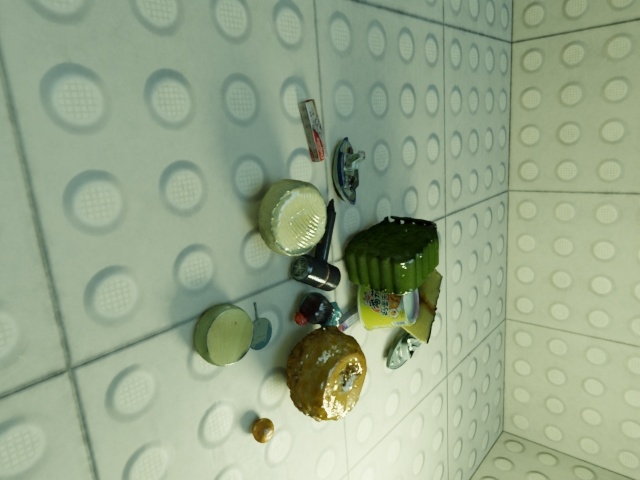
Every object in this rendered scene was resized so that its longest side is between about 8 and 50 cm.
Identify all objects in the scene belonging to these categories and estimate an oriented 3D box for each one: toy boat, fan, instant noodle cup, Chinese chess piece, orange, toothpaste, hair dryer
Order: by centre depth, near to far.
[{"bbox_3d":[-0.295,0.290,1.373,0.188,0.083,0.189,-6,99,-45],"label":"Chinese chess piece"},{"bbox_3d":[-0.211,0.291,1.522,0.113,0.005,0.175,-22,112,-45],"label":"fan"},{"bbox_3d":[-0.199,0.656,1.543,0.083,0.070,0.083,-32,135,-40],"label":"orange"},{"bbox_3d":[0.000,0.000,1.671,0.189,0.107,0.352,24,69,-46],"label":"hair dryer"},{"bbox_3d":[0.117,-0.270,1.731,0.114,0.115,0.262,-4,99,-48],"label":"toy boat"},{"bbox_3d":[0.133,0.325,1.899,0.196,0.040,0.047,-26,116,-45],"label":"toothpaste"},{"bbox_3d":[0.297,0.258,1.911,0.264,0.200,0.264,16,71,-58],"label":"instant noodle cup"},{"bbox_3d":[0.419,0.533,2.217,0.319,0.092,0.141,-36,119,-39],"label":"toy boat"}]

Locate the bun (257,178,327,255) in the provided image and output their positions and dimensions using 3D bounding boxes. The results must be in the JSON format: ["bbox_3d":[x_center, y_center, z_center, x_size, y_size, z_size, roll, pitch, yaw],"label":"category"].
[{"bbox_3d":[-0.108,-0.080,1.476,0.259,0.152,0.259,-16,115,-37],"label":"bun"}]

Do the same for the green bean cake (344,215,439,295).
[{"bbox_3d":[0.298,0.052,1.823,0.319,0.335,0.218,-36,123,-45],"label":"green bean cake"}]

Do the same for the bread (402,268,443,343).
[{"bbox_3d":[0.480,0.264,2.079,0.242,0.405,0.346,22,92,-38],"label":"bread"}]

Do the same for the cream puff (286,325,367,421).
[{"bbox_3d":[0.013,0.483,1.636,0.327,0.231,0.343,-59,138,-22],"label":"cream puff"}]

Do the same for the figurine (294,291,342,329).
[{"bbox_3d":[0.003,0.280,1.694,0.245,0.110,0.138,37,71,-54],"label":"figurine"}]

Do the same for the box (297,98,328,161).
[{"bbox_3d":[-0.025,-0.393,1.608,0.055,0.039,0.218,-36,122,-41],"label":"box"}]
